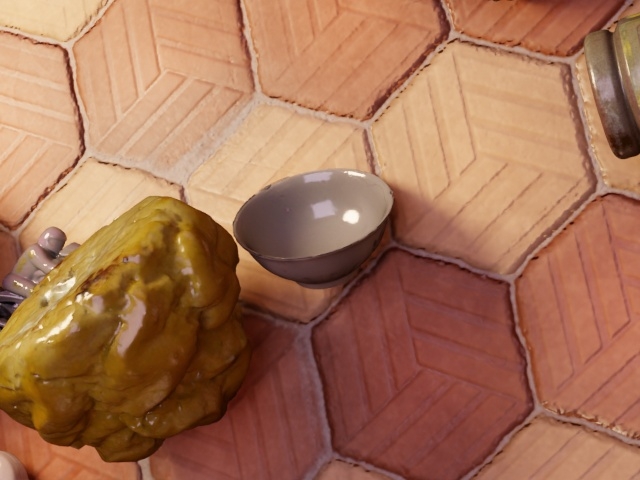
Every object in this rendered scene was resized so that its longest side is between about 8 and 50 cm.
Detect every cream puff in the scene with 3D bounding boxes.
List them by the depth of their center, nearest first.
[{"bbox_3d":[-0.198,0.123,1.467,0.324,0.291,0.257,-35,111,21],"label":"cream puff"}]

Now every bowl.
[{"bbox_3d":[0.000,0.000,1.498,0.189,0.189,0.086,-1,125,21],"label":"bowl"}]

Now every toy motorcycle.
[{"bbox_3d":[-0.343,0.063,1.645,0.225,0.073,0.152,-17,86,10],"label":"toy motorcycle"}]

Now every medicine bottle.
[{"bbox_3d":[0.444,-0.190,1.330,0.322,0.151,0.151,-15,78,19],"label":"medicine bottle"}]

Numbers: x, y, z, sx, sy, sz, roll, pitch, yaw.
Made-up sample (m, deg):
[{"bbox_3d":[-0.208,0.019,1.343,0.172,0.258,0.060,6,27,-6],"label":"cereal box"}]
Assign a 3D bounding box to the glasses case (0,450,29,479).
[{"bbox_3d":[-0.418,0.412,1.630,0.113,0.075,0.297,-5,83,23],"label":"glasses case"}]
